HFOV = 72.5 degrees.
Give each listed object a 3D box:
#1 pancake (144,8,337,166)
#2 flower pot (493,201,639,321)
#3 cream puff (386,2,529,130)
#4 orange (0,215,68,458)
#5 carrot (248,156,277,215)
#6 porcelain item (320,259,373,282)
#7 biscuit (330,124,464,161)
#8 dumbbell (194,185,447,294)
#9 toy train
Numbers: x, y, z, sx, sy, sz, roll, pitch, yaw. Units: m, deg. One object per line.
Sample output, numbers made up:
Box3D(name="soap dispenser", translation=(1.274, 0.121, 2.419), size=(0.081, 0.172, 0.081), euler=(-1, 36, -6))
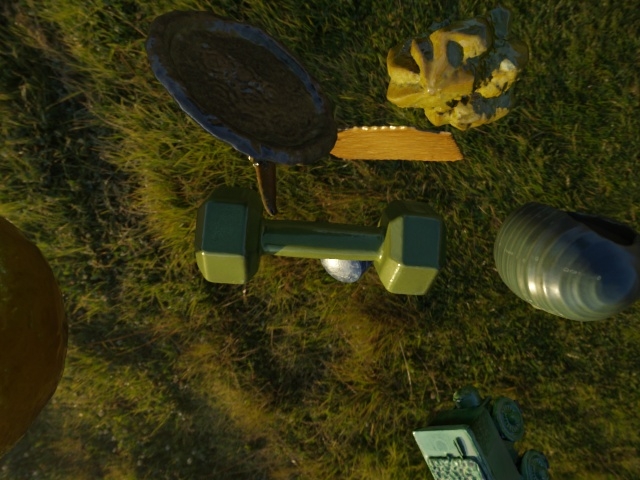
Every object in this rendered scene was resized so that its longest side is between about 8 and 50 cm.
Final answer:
Box3D(name="pancake", translation=(-0.065, -0.150, 0.417), size=(0.199, 0.199, 0.021), euler=(44, 134, -2))
Box3D(name="flower pot", translation=(0.380, 0.028, 0.683), size=(0.189, 0.243, 0.157), euler=(13, 103, -6))
Box3D(name="cream puff", translation=(0.306, -0.375, 1.034), size=(0.270, 0.323, 0.274), euler=(-37, 114, -10))
Box3D(name="orange", translation=(-0.420, 0.099, 0.525), size=(0.334, 0.196, 0.262), euler=(56, 144, 36))
Box3D(name="carrot", translation=(-0.089, -0.114, 0.695), size=(0.049, 0.254, 0.049), euler=(-7, 130, -9))
Box3D(name="porcelain item", translation=(0.079, 0.041, 1.270), size=(0.147, 0.114, 0.147), euler=(20, 133, 23))
Box3D(name="biscuit", translation=(0.100, -0.154, 0.701), size=(0.237, 0.232, 0.013), euler=(5, 91, 24))
Box3D(name="dumbbell", translation=(0.000, 0.000, 0.546), size=(0.302, 0.121, 0.108), euler=(4, 111, -4))
Box3D(name="toy train", translation=(0.326, 0.427, 0.851), size=(0.145, 0.202, 0.266), euler=(-31, 83, 47))
